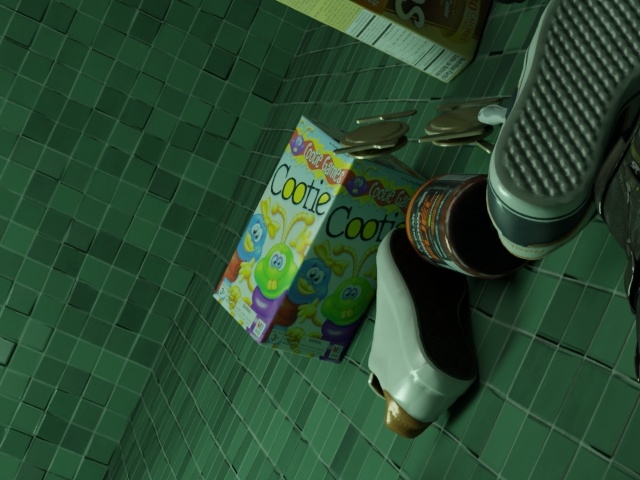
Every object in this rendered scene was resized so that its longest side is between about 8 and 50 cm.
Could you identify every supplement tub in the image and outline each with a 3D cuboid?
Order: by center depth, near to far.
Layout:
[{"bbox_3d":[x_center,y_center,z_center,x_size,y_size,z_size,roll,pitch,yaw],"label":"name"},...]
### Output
[{"bbox_3d":[0.150,-0.017,1.521,0.106,0.106,0.198,-66,12,-3],"label":"supplement tub"}]

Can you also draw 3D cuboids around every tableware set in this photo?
[{"bbox_3d":[0.119,-0.122,1.756,0.128,0.194,0.039,-56,-45,-61],"label":"tableware set"}]

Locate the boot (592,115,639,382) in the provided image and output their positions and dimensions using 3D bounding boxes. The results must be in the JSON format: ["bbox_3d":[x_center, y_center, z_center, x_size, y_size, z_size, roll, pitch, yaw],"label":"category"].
[{"bbox_3d":[0.286,-0.048,1.078,0.229,0.091,0.263,-89,16,-60],"label":"boot"}]

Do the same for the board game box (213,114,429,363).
[{"bbox_3d":[0.000,0.000,1.924,0.144,0.142,0.275,41,108,49],"label":"board game box"}]

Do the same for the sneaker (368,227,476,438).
[{"bbox_3d":[0.087,0.095,1.563,0.123,0.106,0.290,-56,17,27],"label":"sneaker"}]

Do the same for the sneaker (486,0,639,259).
[{"bbox_3d":[0.233,-0.125,1.319,0.321,0.126,0.127,-56,-17,-27],"label":"sneaker"}]

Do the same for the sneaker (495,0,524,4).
[{"bbox_3d":[0.236,-0.369,1.847,0.276,0.098,0.135,-114,46,-77],"label":"sneaker"}]

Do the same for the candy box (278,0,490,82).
[{"bbox_3d":[0.077,-0.368,1.996,0.087,0.316,0.183,-43,25,63],"label":"candy box"}]

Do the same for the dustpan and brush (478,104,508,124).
[{"bbox_3d":[0.221,-0.124,1.528,0.147,0.060,0.211,-66,12,-2],"label":"dustpan and brush"}]
